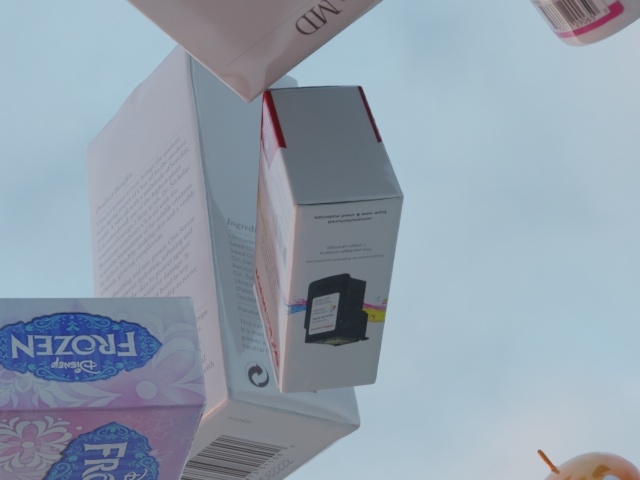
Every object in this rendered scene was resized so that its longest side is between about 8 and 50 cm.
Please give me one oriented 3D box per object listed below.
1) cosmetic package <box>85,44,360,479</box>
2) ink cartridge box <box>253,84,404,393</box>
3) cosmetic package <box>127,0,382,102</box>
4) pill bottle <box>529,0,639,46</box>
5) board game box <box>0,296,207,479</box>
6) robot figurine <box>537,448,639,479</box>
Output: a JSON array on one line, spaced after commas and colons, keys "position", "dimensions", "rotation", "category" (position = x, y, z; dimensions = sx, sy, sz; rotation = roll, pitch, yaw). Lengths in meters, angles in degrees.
[{"position": [-0.119, 0.035, 1.407], "dimensions": [0.161, 0.453, 0.230], "rotation": [18, -42, -35], "category": "cosmetic package"}, {"position": [0.000, 0.000, 0.915], "dimensions": [0.072, 0.127, 0.175], "rotation": [-5, -47, -11], "category": "ink cartridge box"}, {"position": [-0.101, -0.295, 0.839], "dimensions": [0.385, 0.156, 0.217], "rotation": [39, -52, -23], "category": "cosmetic package"}, {"position": [0.222, -0.344, 1.294], "dimensions": [0.160, 0.160, 0.283], "rotation": [-38, -72, 10], "category": "pill bottle"}, {"position": [-0.242, 0.144, 0.673], "dimensions": [0.318, 0.066, 0.319], "rotation": [0, -38, -17], "category": "board game box"}, {"position": [0.270, 0.274, 1.161], "dimensions": [0.158, 0.219, 0.128], "rotation": [-52, 7, -25], "category": "robot figurine"}]
